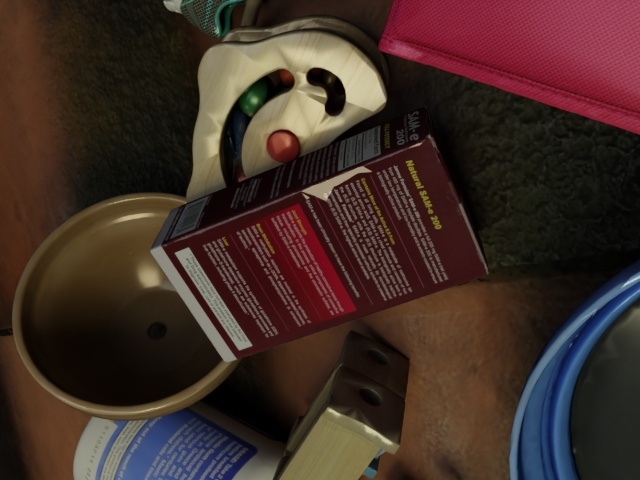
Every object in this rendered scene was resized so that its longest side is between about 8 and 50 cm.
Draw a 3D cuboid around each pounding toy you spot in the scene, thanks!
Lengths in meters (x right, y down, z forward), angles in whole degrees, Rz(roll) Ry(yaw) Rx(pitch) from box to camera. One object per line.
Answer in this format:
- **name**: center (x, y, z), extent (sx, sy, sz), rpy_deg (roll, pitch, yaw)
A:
- **pounding toy**: center (-0.020, -0.130, 0.633), extent (0.154, 0.155, 0.269), rpy_deg (13, 119, 1)

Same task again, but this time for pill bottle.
- **pill bottle**: center (-0.106, 0.258, 0.712), extent (0.272, 0.152, 0.152), rpy_deg (21, 110, 29)

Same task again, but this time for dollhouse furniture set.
- **dollhouse furniture set**: center (0.070, 0.198, 0.624), extent (0.184, 0.129, 0.129), rpy_deg (28, 115, -1)

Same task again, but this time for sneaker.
- **sneaker**: center (-0.075, -0.260, 0.657), extent (0.076, 0.065, 0.166), rpy_deg (47, 125, -2)

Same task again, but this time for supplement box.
- **supplement box**: center (0.000, 0.000, 0.573), extent (0.239, 0.073, 0.130), rpy_deg (-20, 117, 16)

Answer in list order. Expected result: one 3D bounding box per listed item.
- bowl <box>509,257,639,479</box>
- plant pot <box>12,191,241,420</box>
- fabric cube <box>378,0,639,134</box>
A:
- **bowl**: center (0.318, 0.155, 0.419), extent (0.391, 0.077, 0.391), rpy_deg (11, 116, 24)
- **plant pot**: center (-0.177, 0.077, 0.719), extent (0.237, 0.237, 0.109), rpy_deg (40, 159, 20)
- **fabric cube**: center (0.220, -0.185, 0.352), extent (0.254, 0.259, 0.258), rpy_deg (27, 114, 25)
